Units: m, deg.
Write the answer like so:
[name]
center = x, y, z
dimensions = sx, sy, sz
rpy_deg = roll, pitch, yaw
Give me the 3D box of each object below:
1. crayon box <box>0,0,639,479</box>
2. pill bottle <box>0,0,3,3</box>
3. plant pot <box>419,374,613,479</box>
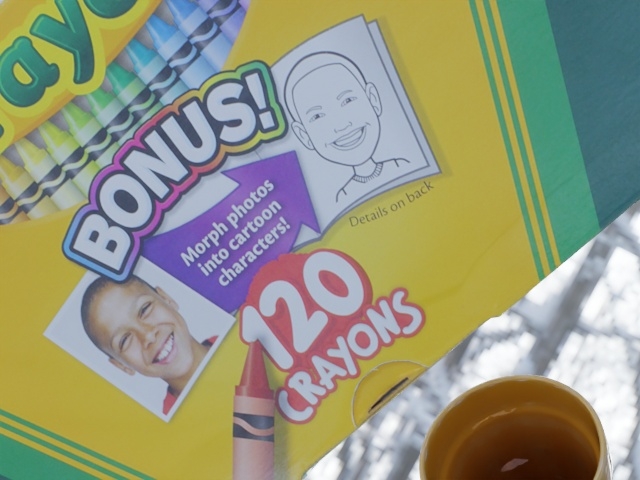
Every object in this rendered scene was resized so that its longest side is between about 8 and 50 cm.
[crayon box]
center = -0.022, -0.023, 0.556
dimensions = 0.165, 0.278, 0.081
rpy_deg = 49, 20, 2
[pill bottle]
center = -0.189, 0.035, 0.803
dimensions = 0.210, 0.363, 0.210
rpy_deg = 28, 15, -8
[plant pot]
center = 0.231, 0.283, 2.016
dimensions = 0.205, 0.205, 0.188
rpy_deg = 18, -28, 32
